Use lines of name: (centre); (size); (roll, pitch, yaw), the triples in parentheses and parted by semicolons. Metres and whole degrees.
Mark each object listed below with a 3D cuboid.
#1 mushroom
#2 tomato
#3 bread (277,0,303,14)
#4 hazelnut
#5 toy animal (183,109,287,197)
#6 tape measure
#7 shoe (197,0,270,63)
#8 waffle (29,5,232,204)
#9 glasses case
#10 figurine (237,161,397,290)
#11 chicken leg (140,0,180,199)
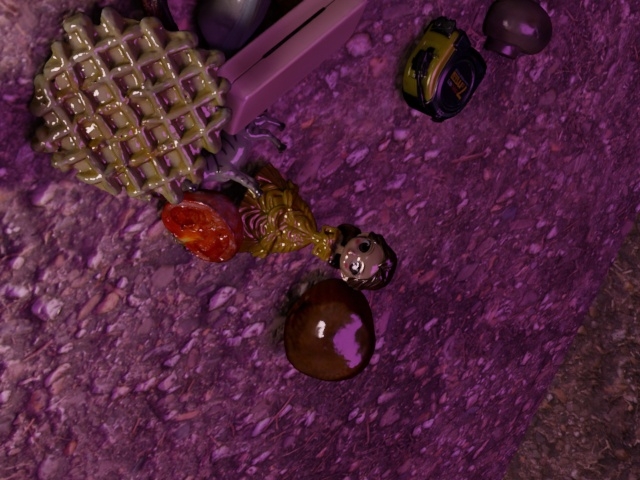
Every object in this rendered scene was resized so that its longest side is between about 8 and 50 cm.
mushroom: (0.455, -0.476, 2.451); (0.188, 0.117, 0.141); (10, 100, -48)
tomato: (-0.208, -0.039, 2.028); (0.159, 0.139, 0.091); (49, 43, -17)
bread: (-0.065, -0.455, 1.906); (0.052, 0.044, 0.157); (-50, 146, -14)
hazelnut: (0.026, 0.196, 2.454); (0.229, 0.229, 0.229); (-30, 139, -30)
toy animal: (-0.167, -0.165, 2.005); (0.176, 0.073, 0.217); (30, 78, -21)
tape measure: (0.252, -0.353, 2.311); (0.186, 0.112, 0.199); (-58, 140, -6)
shoe: (-0.152, -0.378, 1.834); (0.103, 0.100, 0.251); (-59, 179, -46)
waffle: (-0.295, -0.208, 1.711); (0.309, 0.056, 0.292); (20, 107, -15)
glasses case: (-0.060, -0.329, 1.920); (0.336, 0.076, 0.144); (-43, 174, -27)
figurine: (0.000, -0.001, 2.104); (0.168, 0.315, 0.187); (100, 16, -57)
chicken leg: (-0.262, -0.258, 1.801); (0.158, 0.096, 0.407); (-29, 133, -47)
